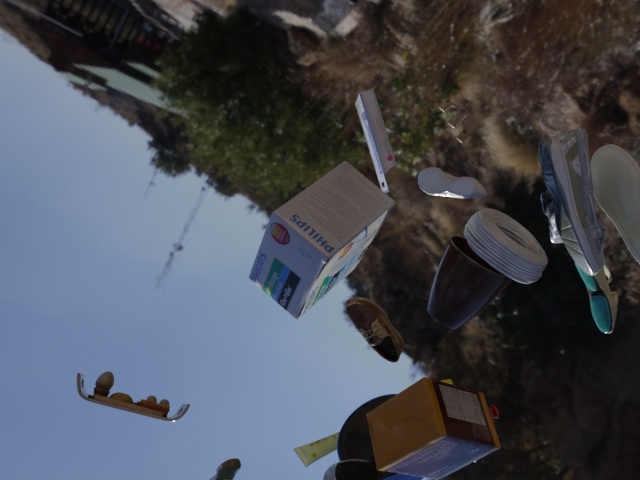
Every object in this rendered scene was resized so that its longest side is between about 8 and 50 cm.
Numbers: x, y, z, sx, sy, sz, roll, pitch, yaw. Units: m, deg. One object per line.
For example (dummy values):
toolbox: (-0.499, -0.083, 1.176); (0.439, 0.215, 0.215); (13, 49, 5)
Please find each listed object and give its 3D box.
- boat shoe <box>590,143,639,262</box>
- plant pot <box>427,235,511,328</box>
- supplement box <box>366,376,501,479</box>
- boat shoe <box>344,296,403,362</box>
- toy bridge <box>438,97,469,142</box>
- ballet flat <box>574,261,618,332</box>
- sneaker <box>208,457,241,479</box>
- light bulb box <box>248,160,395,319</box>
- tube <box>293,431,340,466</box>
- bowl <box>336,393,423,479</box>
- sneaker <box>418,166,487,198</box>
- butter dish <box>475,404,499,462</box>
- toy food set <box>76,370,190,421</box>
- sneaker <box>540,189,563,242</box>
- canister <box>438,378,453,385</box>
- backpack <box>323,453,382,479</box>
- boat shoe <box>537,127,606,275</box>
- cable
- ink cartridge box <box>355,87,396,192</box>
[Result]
boat shoe: (0.695, -0.073, 1.435); (0.091, 0.109, 0.305); (14, -128, -48)
plant pot: (0.423, 0.140, 1.915); (0.215, 0.230, 0.215); (24, -160, -10)
supplement box: (0.241, 0.412, 1.396); (0.194, 0.191, 0.129); (22, -139, -33)
boat shoe: (0.211, 0.341, 2.447); (0.324, 0.123, 0.116); (44, -155, -22)
toy bridge: (0.409, -0.367, 1.923); (0.026, 0.063, 0.188); (50, -175, 39)
ballet flat: (0.826, 0.146, 1.888); (0.086, 0.086, 0.248); (-54, -56, -83)
sneaker: (-0.274, 0.702, 1.832); (0.064, 0.192, 0.086); (13, -140, -34)
light bulb box: (0.000, 0.000, 2.055); (0.225, 0.358, 0.361); (40, -130, 13)
tube: (0.014, 0.828, 2.583); (0.240, 0.062, 0.070); (-12, -178, -33)
bowl: (0.239, 0.714, 2.308); (0.391, 0.391, 0.077); (39, 160, 56)
sneaker: (0.377, -0.153, 1.850); (0.094, 0.080, 0.212); (15, -174, -45)
butter dish: (0.403, 0.459, 1.665); (0.159, 0.118, 0.160); (78, 169, -45)
toy food set: (-0.519, 0.428, 1.789); (0.306, 0.092, 0.220); (18, 162, -12)
sneaker: (0.712, -0.106, 1.910); (0.101, 0.153, 0.268); (-11, 153, 7)
canister: (0.405, 0.547, 2.096); (0.126, 0.073, 0.170); (-8, -123, -20)
backpack: (0.101, 0.746, 1.990); (0.182, 0.115, 0.152); (14, -133, -28)
boat shoe: (0.565, -0.081, 1.399); (0.118, 0.103, 0.320); (-58, -51, -84)
cable: (0.533, 0.013, 1.847); (0.257, 0.089, 0.257); (2, -141, -47)
ink cartridge box: (0.211, -0.358, 2.366); (0.069, 0.370, 0.176); (-15, 180, -2)
